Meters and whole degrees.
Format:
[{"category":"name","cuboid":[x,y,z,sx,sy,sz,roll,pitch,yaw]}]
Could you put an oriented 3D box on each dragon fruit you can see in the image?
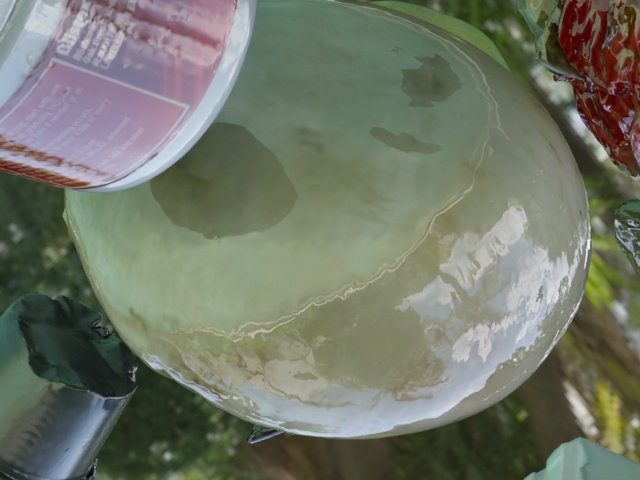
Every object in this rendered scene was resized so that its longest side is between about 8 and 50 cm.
[{"category":"dragon fruit","cuboid":[0.319,-0.164,1.270,0.342,0.277,0.277,-1,180,-23]}]

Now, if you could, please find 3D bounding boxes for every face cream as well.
[{"category":"face cream","cuboid":[-0.160,-0.138,0.859,0.201,0.187,0.201,-12,-108,39]}]

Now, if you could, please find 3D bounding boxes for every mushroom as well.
[{"category":"mushroom","cuboid":[0.000,0.000,1.138,0.362,0.362,0.295,-63,170,-53]}]

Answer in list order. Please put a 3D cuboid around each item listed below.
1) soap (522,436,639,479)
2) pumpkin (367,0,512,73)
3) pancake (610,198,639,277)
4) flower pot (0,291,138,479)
[{"category":"soap","cuboid":[0.248,0.414,1.558,0.261,0.156,0.446,-54,-164,48]},{"category":"pumpkin","cuboid":[0.050,-0.080,1.549,0.332,0.199,0.332,-6,-141,5]},{"category":"pancake","cuboid":[0.382,0.042,1.573,0.050,0.242,0.242,-46,-164,-9]},{"category":"flower pot","cuboid":[-0.218,0.116,1.320,0.107,0.157,0.157,-48,-168,23]}]
